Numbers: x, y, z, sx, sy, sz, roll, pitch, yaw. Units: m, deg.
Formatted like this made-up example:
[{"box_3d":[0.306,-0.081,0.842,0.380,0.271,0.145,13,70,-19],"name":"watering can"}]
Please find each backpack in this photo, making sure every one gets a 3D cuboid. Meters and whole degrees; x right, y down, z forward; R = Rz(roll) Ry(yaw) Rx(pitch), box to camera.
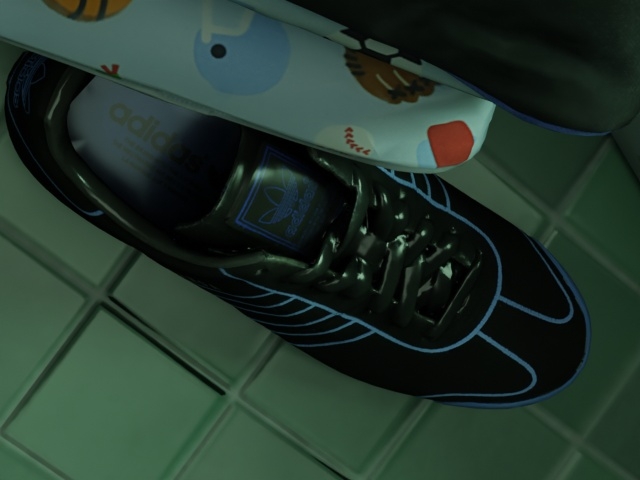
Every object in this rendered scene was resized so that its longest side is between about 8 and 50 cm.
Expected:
[{"box_3d":[0.001,-0.166,0.407,0.276,0.213,0.263,21,51,-17],"name":"backpack"}]

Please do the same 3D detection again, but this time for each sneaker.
[{"box_3d":[0.000,0.000,0.495,0.232,0.090,0.081,25,89,-13],"name":"sneaker"}]

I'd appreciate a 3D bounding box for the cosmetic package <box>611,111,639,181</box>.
[{"box_3d":[0.360,-0.083,0.534,0.453,0.161,0.230,-35,102,-8],"name":"cosmetic package"}]
